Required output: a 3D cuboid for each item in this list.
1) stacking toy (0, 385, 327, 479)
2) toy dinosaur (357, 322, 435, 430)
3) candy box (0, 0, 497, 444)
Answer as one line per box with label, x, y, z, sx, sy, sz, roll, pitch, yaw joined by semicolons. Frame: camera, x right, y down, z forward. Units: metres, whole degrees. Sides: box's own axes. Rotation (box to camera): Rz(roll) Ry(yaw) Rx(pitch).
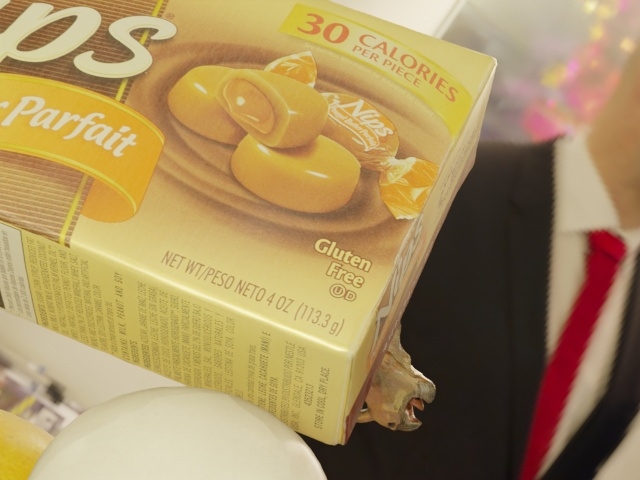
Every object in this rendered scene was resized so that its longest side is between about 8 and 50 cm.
stacking toy;-0.193;0.181;0.626;0.350;0.480;0.350;44;32;-38
toy dinosaur;0.000;0.000;1.129;0.127;0.200;0.295;3;43;-35
candy box;-0.098;-0.051;0.651;0.316;0.183;0.087;21;-35;11
